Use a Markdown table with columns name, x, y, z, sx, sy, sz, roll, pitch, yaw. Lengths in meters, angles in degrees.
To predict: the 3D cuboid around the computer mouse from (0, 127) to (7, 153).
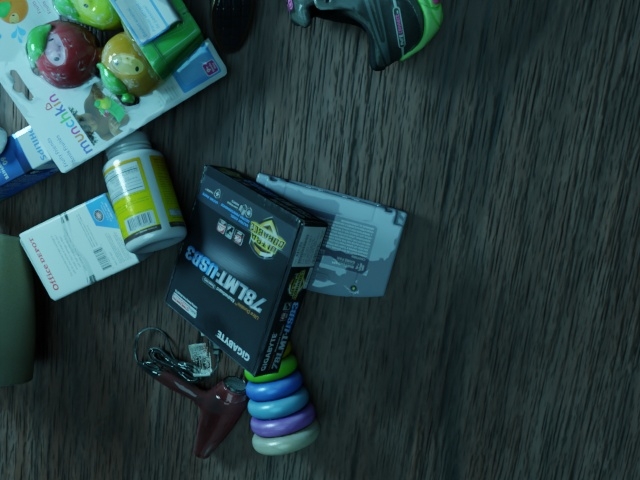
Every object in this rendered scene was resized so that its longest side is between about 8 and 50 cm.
| name | x | y | z | sx | sy | sz | roll | pitch | yaw |
| --- | --- | --- | --- | --- | --- | --- | --- | --- | --- |
| computer mouse | -0.649 | -0.191 | 1.182 | 0.193 | 0.042 | 0.106 | 9 | 74 | 22 |

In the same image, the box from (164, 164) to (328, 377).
| name | x | y | z | sx | sy | sz | roll | pitch | yaw |
| --- | --- | --- | --- | --- | --- | --- | --- | --- | --- |
| box | -0.147 | 0.046 | 1.195 | 0.295 | 0.073 | 0.293 | 31 | 107 | 39 |

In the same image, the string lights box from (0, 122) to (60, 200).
| name | x | y | z | sx | sy | sz | roll | pitch | yaw |
| --- | --- | --- | --- | --- | --- | --- | --- | --- | --- |
| string lights box | -0.601 | -0.134 | 1.253 | 0.259 | 0.133 | 0.077 | -25 | 94 | 10 |

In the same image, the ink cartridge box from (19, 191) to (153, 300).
| name | x | y | z | sx | sy | sz | roll | pitch | yaw |
| --- | --- | --- | --- | --- | --- | --- | --- | --- | --- |
| ink cartridge box | -0.460 | 0.008 | 1.293 | 0.203 | 0.086 | 0.148 | -23 | 98 | 11 |

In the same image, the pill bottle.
| name | x | y | z | sx | sy | sz | roll | pitch | yaw |
| --- | --- | --- | --- | --- | --- | --- | --- | --- | --- |
| pill bottle | -0.335 | -0.091 | 1.229 | 0.117 | 0.117 | 0.215 | -20 | 83 | 10 |

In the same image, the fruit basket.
| name | x | y | z | sx | sy | sz | roll | pitch | yaw |
| --- | --- | --- | --- | --- | --- | --- | --- | --- | --- |
| fruit basket | -0.396 | -0.347 | 1.147 | 0.353 | 0.165 | 0.327 | -32 | 97 | -9 |

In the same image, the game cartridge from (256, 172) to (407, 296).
| name | x | y | z | sx | sy | sz | roll | pitch | yaw |
| --- | --- | --- | --- | --- | --- | --- | --- | --- | --- |
| game cartridge | 0.000 | 0.000 | 1.258 | 0.294 | 0.060 | 0.196 | 16 | 100 | 3 |

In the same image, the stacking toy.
| name | x | y | z | sx | sy | sz | roll | pitch | yaw |
| --- | --- | --- | --- | --- | --- | --- | --- | --- | --- |
| stacking toy | -0.102 | 0.242 | 1.291 | 0.141 | 0.141 | 0.330 | -13 | 93 | 9 |

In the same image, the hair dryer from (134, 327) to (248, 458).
| name | x | y | z | sx | sy | sz | roll | pitch | yaw |
| --- | --- | --- | --- | --- | --- | --- | --- | --- | --- |
| hair dryer | -0.253 | 0.309 | 1.356 | 0.223 | 0.080 | 0.294 | -9 | 96 | 24 |

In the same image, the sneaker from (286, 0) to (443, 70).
| name | x | y | z | sx | sy | sz | roll | pitch | yaw |
| --- | --- | --- | --- | --- | --- | --- | --- | --- | --- |
| sneaker | -0.017 | -0.474 | 1.095 | 0.483 | 0.185 | 0.202 | 42 | 105 | 0 |

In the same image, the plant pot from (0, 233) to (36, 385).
| name | x | y | z | sx | sy | sz | roll | pitch | yaw |
| --- | --- | --- | --- | --- | --- | --- | --- | --- | --- |
| plant pot | -0.669 | 0.118 | 1.280 | 0.256 | 0.256 | 0.274 | 11 | 86 | 4 |

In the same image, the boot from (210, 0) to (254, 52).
| name | x | y | z | sx | sy | sz | roll | pitch | yaw |
| --- | --- | --- | --- | --- | --- | --- | --- | --- | --- |
| boot | -0.172 | -0.458 | 1.178 | 0.082 | 0.106 | 0.219 | -9 | 130 | -20 |
